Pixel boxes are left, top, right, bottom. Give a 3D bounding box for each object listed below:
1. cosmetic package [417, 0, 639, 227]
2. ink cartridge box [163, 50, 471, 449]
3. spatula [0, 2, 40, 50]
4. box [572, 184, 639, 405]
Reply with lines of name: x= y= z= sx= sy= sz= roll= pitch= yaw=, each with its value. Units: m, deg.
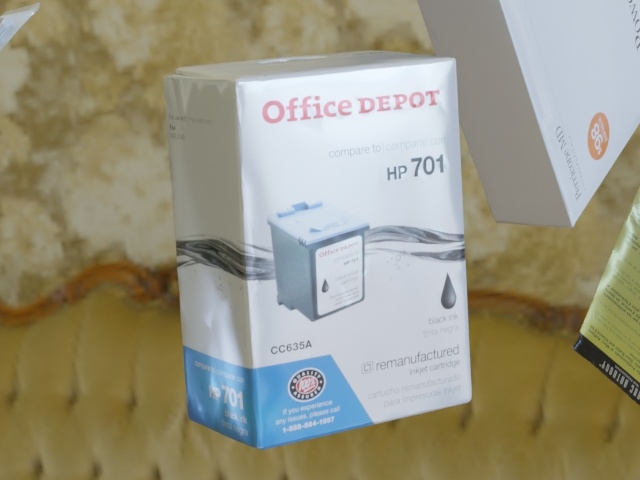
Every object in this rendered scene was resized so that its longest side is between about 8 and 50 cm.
cosmetic package: x=0.208 y=-0.245 z=1.513 sx=0.097 sy=0.377 sz=0.284 roll=7 pitch=44 yaw=38
ink cartridge box: x=0.000 y=0.000 z=0.861 sx=0.140 sy=0.190 sz=0.082 roll=-10 pitch=13 yaw=-30
spatula: x=-0.188 y=-0.181 z=1.124 sx=0.168 sy=0.019 sz=0.242 roll=-46 pitch=14 yaw=8
box: x=0.218 y=-0.014 z=0.875 sx=0.058 sy=0.232 sz=0.087 roll=-11 pitch=39 yaw=-38
